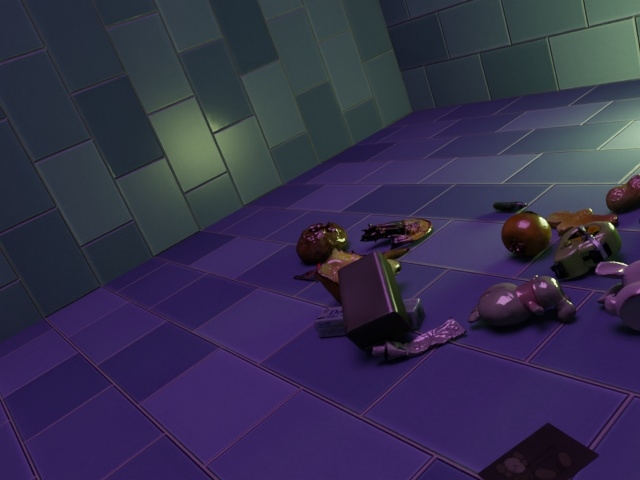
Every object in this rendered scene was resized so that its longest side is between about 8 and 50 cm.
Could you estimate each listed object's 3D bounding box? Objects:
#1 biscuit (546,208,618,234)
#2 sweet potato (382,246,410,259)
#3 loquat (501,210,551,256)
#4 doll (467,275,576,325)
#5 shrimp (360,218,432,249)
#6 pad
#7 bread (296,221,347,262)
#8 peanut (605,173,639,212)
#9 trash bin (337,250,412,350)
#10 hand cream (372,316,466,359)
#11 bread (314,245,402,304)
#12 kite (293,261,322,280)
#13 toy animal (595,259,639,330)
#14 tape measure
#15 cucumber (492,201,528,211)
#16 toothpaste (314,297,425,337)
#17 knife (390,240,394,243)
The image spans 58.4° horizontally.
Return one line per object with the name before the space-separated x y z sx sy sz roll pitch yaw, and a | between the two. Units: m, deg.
biscuit | 0.841 -0.059 1.867 0.153 0.030 0.234 -29 21 -22
sweet potato | 0.243 0.069 2.129 0.214 0.050 0.050 -29 21 -27
loquat | 0.648 -0.019 1.809 0.163 0.137 0.163 -6 35 4
doll | 0.520 0.157 1.511 0.275 0.113 0.155 -10 26 27
shrimp | 0.307 -0.021 2.265 0.289 0.075 0.178 -7 23 -6
pad | 0.410 0.426 1.088 0.190 0.004 0.127 -27 20 -17
bread | 0.000 0.000 2.442 0.230 0.123 0.230 -21 18 7
peanut | 1.028 -0.158 1.862 0.214 0.099 0.099 -26 19 3
trash bin | 0.145 0.171 1.658 0.164 0.122 0.240 -28 43 16
hand cream | 0.265 0.276 1.566 0.257 0.050 0.084 -16 20 -7
bread | 0.120 0.139 1.914 0.262 0.162 0.204 15 33 23
kite | -0.003 0.121 2.298 0.232 0.009 0.189 -19 19 7
toy animal | 0.748 0.124 1.348 0.178 0.127 0.193 -15 23 22
tape measure | 0.763 0.021 1.636 0.175 0.106 0.200 -24 12 38
cucumber | 0.717 -0.127 2.165 0.037 0.037 0.155 -34 22 -32
toothpaste | 0.145 0.240 1.756 0.337 0.067 0.081 -10 20 29
knife | 0.308 -0.007 2.316 0.014 0.005 0.091 -6 24 40
